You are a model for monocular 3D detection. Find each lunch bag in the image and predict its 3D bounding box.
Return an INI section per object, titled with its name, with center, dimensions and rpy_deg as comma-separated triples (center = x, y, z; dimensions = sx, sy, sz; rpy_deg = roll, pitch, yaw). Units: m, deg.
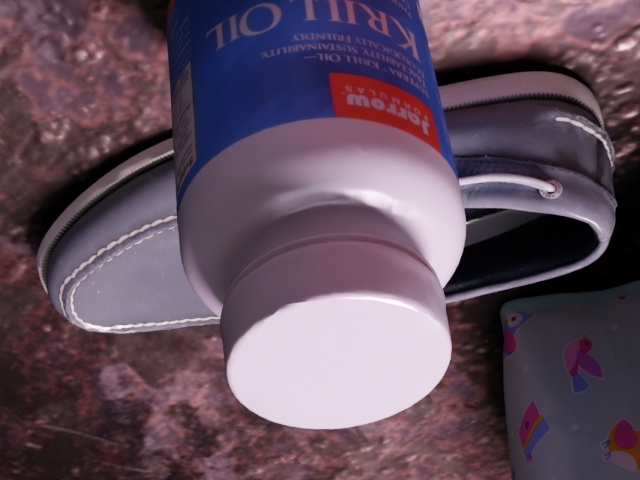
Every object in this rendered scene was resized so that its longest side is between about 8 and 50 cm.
[lunch bag]
center = 0.206, 0.187, 0.964
dimensions = 0.160, 0.223, 0.262
rpy_deg = -11, 134, 2

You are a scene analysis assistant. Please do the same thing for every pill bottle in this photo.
[pill bottle]
center = -0.003, -0.033, 0.681
dimensions = 0.124, 0.221, 0.124
rpy_deg = -5, 139, -5

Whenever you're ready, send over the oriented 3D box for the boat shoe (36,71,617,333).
[boat shoe]
center = 0.000, 0.000, 0.812
dimensions = 0.320, 0.099, 0.116
rpy_deg = -15, 139, 7
